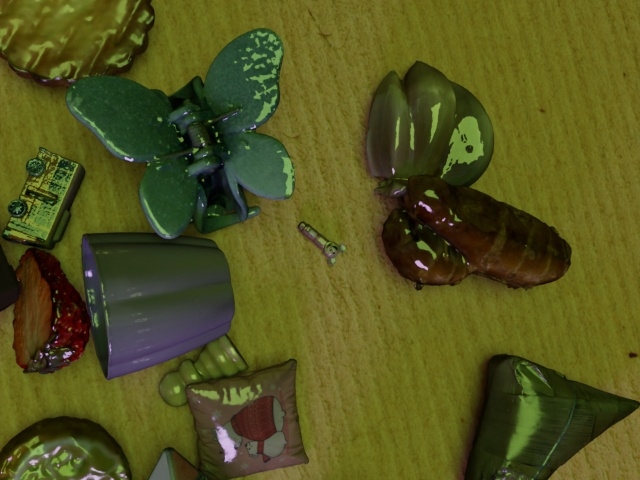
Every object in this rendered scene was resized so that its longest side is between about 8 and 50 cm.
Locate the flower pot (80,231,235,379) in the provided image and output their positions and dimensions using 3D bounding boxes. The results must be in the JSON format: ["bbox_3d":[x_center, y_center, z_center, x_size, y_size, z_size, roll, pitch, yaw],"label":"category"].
[{"bbox_3d":[-0.299,0.104,1.375,0.243,0.265,0.264,-8,86,-26],"label":"flower pot"}]

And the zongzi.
[{"bbox_3d":[0.487,0.431,1.547,0.361,0.160,0.322,18,86,-16],"label":"zongzi"}]

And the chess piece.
[{"bbox_3d":[-0.235,0.255,1.444,0.171,0.094,0.094,-33,92,-5],"label":"chess piece"}]

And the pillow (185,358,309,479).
[{"bbox_3d":[-0.137,0.353,1.433,0.223,0.084,0.236,-12,109,-17],"label":"pillow"}]

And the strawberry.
[{"bbox_3d":[-0.488,0.127,1.377,0.111,0.190,0.236,7,58,-43],"label":"strawberry"}]

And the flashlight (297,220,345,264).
[{"bbox_3d":[0.000,0.000,1.542,0.110,0.031,0.052,39,78,-6],"label":"flashlight"}]

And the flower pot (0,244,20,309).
[{"bbox_3d":[-0.625,0.035,1.350,0.084,0.179,0.250,-20,88,-39],"label":"flower pot"}]

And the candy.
[{"bbox_3d":[-0.471,0.451,1.351,0.260,0.118,0.259,1,86,-14],"label":"candy"}]

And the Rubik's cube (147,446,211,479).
[{"bbox_3d":[-0.243,0.545,1.336,0.233,0.228,0.228,32,63,7],"label":"Rubik's cube"}]

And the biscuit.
[{"bbox_3d":[-0.490,-0.442,1.448,0.326,0.107,0.325,2,81,-14],"label":"biscuit"}]

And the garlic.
[{"bbox_3d":[0.238,-0.222,1.571,0.279,0.132,0.324,15,86,-18],"label":"garlic"}]

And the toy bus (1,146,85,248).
[{"bbox_3d":[-0.520,-0.071,1.409,0.103,0.091,0.182,21,78,-9],"label":"toy bus"}]

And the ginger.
[{"bbox_3d":[0.313,0.014,1.534,0.419,0.254,0.176,15,40,-21],"label":"ginger"}]

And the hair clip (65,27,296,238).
[{"bbox_3d":[-0.228,-0.172,1.403,0.392,0.238,0.318,-22,88,-14],"label":"hair clip"}]
